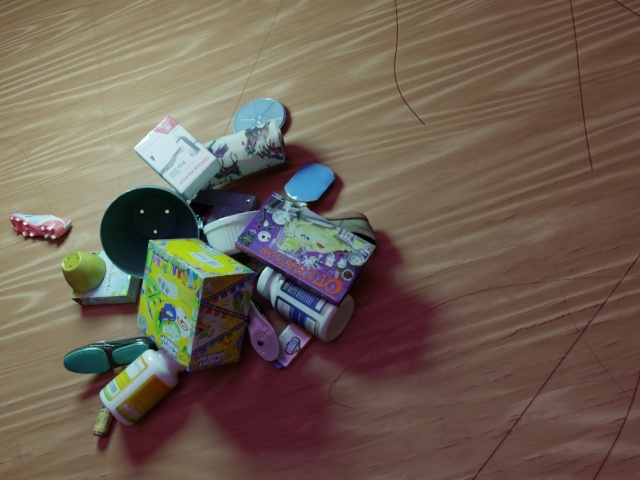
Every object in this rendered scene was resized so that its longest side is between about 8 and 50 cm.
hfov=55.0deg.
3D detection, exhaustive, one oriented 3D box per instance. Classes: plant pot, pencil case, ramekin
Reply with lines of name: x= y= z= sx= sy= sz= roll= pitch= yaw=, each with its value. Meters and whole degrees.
plant pot: x=-0.778 y=0.088 z=1.986 sx=0.134 sy=0.095 sz=0.134 roll=-7 pitch=60 yaw=13
pencil case: x=-0.316 y=-0.268 z=2.063 sx=0.410 sy=0.183 sz=0.160 roll=-22 pitch=80 yaw=-6
ramekin: x=-0.244 y=-0.011 z=1.876 sx=0.207 sy=0.207 sz=0.109 roll=-16 pitch=85 yaw=7
plant pot: x=-0.526 y=-0.046 z=1.933 sx=0.290 sy=0.290 sz=0.195 roll=-29 pitch=20 yaw=-1

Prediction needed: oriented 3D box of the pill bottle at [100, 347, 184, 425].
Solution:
pill bottle: x=-0.504 y=0.407 z=1.796 sx=0.246 sy=0.136 sz=0.136 roll=-42 pitch=60 yaw=-9

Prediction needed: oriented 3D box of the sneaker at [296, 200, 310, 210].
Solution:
sneaker: x=-0.114 y=-0.058 z=1.989 sx=0.185 sy=0.069 sz=0.084 roll=-31 pitch=36 yaw=2

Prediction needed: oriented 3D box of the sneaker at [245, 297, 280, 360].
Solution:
sneaker: x=-0.174 y=0.252 z=1.813 sx=0.079 sy=0.121 sz=0.217 roll=-33 pitch=79 yaw=4

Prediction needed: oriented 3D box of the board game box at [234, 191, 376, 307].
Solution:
board game box: x=-0.043 y=0.019 z=1.738 sx=0.347 sy=0.056 sz=0.208 roll=29 pitch=67 yaw=14

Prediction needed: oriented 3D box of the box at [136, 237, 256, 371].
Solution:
box: x=-0.362 y=0.172 z=1.752 sx=0.290 sy=0.177 sz=0.279 roll=27 pitch=110 yaw=40

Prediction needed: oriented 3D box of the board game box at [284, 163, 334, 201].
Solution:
board game box: x=-0.032 y=-0.183 z=2.038 sx=0.133 sy=0.033 sz=0.168 roll=24 pitch=61 yaw=26

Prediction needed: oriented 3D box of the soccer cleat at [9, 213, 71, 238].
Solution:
soccer cleat: x=-1.020 y=-0.062 z=2.236 sx=0.248 sy=0.083 sz=0.095 roll=10 pitch=36 yaw=25

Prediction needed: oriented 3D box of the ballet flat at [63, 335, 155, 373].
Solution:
ballet flat: x=-0.640 y=0.349 z=1.895 sx=0.280 sy=0.096 sz=0.095 roll=-8 pitch=104 yaw=1

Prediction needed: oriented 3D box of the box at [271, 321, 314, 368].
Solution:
box: x=-0.092 y=0.310 z=1.800 sx=0.081 sy=0.028 sz=0.136 roll=36 pitch=79 yaw=28

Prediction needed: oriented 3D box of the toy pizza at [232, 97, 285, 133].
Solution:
toy pizza: x=-0.220 y=-0.432 z=2.232 sx=0.201 sy=0.032 sz=0.201 roll=-7 pitch=60 yaw=12

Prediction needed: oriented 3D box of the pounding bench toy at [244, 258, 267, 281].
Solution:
pounding bench toy: x=-0.207 y=0.082 z=1.931 sx=0.052 sy=0.065 sz=0.083 roll=-46 pitch=60 yaw=-11

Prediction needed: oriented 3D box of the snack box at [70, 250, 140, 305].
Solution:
snack box: x=-0.704 y=0.121 z=2.045 sx=0.207 sy=0.070 sz=0.174 roll=-4 pitch=61 yaw=12

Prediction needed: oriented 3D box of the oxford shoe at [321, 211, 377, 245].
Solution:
oxford shoe: x=0.000 y=0.000 z=1.822 sx=0.348 sy=0.123 sz=0.130 roll=-14 pitch=36 yaw=-13

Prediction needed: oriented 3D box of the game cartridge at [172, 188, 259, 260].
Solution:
game cartridge: x=-0.370 y=-0.008 z=2.031 sx=0.230 sy=0.068 sz=0.355 roll=13 pitch=66 yaw=17

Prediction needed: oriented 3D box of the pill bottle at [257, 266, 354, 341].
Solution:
pill bottle: x=-0.047 y=0.168 z=1.790 sx=0.265 sy=0.153 sz=0.153 roll=29 pitch=73 yaw=26

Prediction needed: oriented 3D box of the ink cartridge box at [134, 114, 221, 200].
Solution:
ink cartridge box: x=-0.444 y=-0.256 z=1.921 sx=0.218 sy=0.092 sz=0.158 roll=42 pitch=81 yaw=6

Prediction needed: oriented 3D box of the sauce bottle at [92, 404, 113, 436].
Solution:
sauce bottle: x=-0.637 y=0.517 z=1.829 sx=0.042 sy=0.042 sz=0.128 roll=3 pitch=64 yaw=17
